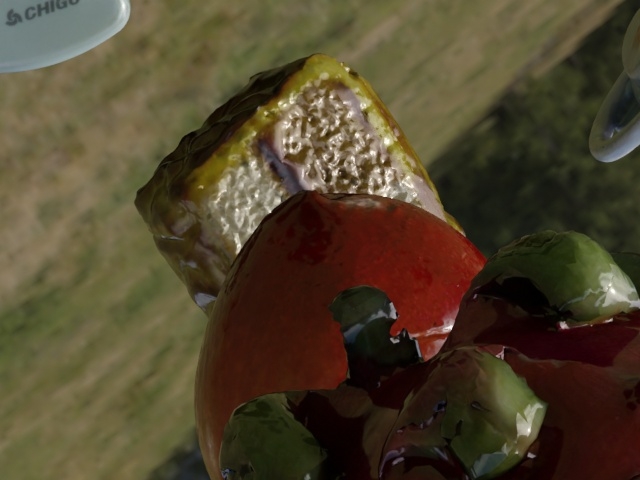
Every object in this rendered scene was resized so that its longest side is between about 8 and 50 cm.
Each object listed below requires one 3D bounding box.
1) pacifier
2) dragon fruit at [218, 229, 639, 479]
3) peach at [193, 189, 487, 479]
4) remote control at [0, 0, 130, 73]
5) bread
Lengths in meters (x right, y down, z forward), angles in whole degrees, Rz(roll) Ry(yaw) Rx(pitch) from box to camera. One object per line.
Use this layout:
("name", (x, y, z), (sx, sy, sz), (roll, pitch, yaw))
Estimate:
("pacifier", (0.356, -0.122, 1.633), (0.227, 0.207, 0.279), (-50, -174, 7))
("dragon fruit", (0.060, 0.124, 0.549), (0.198, 0.218, 0.273), (-76, -168, -52))
("peach", (0.021, 0.065, 0.997), (0.197, 0.197, 0.197), (-34, 172, -5))
("remote control", (-0.252, -0.277, 1.451), (0.140, 0.296, 0.056), (-19, -169, -4))
("bread", (0.000, 0.000, 1.247), (0.181, 0.222, 0.096), (-40, -167, -22))
